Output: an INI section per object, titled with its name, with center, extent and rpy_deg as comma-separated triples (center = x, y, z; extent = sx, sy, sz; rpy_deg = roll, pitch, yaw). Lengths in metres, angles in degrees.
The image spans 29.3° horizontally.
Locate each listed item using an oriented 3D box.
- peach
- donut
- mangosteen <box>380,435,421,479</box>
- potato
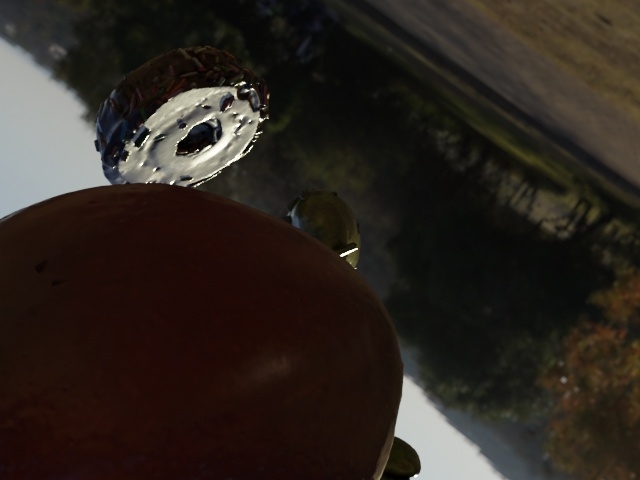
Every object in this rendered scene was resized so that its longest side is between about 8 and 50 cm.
[peach]
center = -0.093, 0.087, 0.619
extent = 0.248, 0.274, 0.245
rpy_deg = 57, 174, 18
[donut]
center = -0.174, -0.152, 1.515
extent = 0.089, 0.235, 0.235
rpy_deg = 59, -168, 23
[mangosteen]
center = 0.036, 0.406, 1.591
extent = 0.306, 0.306, 0.359
rpy_deg = -80, -29, -87
[potato]
center = 0.000, 0.000, 1.373
extent = 0.225, 0.090, 0.117
rpy_deg = 108, 146, -81
